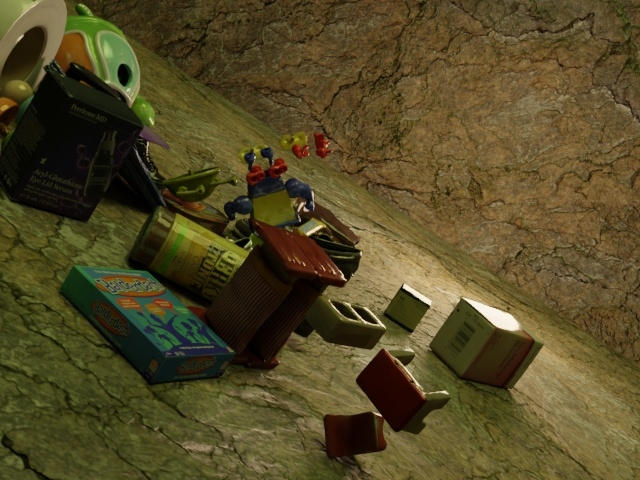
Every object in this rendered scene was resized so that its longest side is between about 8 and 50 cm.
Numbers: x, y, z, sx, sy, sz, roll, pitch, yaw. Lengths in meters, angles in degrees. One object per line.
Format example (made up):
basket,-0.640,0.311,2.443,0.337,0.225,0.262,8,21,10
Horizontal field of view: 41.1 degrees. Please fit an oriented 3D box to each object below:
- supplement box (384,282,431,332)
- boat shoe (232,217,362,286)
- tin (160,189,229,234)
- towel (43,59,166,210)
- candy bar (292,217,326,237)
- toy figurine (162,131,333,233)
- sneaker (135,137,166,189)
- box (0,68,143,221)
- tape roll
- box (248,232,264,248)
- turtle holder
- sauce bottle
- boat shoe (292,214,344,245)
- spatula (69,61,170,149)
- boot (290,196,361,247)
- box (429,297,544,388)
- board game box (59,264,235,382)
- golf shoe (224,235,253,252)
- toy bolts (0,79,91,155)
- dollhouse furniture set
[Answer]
supplement box,0.211,0.163,2.064,0.083,0.083,0.056,32,12,2
boat shoe,-0.049,0.003,2.017,0.335,0.096,0.112,26,14,-28
tin,-0.276,-0.059,1.843,0.106,0.040,0.189,36,11,33
towel,-0.437,-0.212,1.753,0.336,0.040,0.243,42,-18,36
candy bar,-0.027,-0.028,1.989,0.040,0.018,0.161,32,17,9
toy figurine,-0.131,-0.073,1.826,0.362,0.217,0.191,-18,25,-13
sneaker,-0.402,-0.191,1.913,0.170,0.089,0.051,30,12,-9
box,-0.426,-0.158,1.443,0.153,0.207,0.108,19,21,-46
tape roll,-0.617,-0.380,1.663,0.100,0.286,0.286,32,12,0
box,-0.107,0.029,1.794,0.109,0.042,0.178,32,-4,-3
turtle holder,-0.548,-0.375,2.053,0.227,0.243,0.320,57,-16,30
sauce bottle,-0.155,0.062,1.485,0.344,0.111,0.111,27,13,-15
boat shoe,0.000,0.000,2.204,0.207,0.073,0.073,37,11,24
spatula,-0.369,-0.246,1.561,0.084,0.030,0.296,45,-3,28
boot,0.010,-0.048,2.373,0.206,0.090,0.248,32,8,10
box,0.398,0.249,2.038,0.232,0.149,0.127,20,18,-44
board game box,-0.243,0.115,1.209,0.210,0.047,0.160,37,13,26
golf shoe,-0.145,0.038,1.669,0.069,0.086,0.176,37,11,30
toy bolts,-0.533,-0.253,1.576,0.158,0.218,0.228,45,4,-5
dollhouse furniture set,-0.019,0.165,1.251,0.152,0.201,0.374,18,25,-50
